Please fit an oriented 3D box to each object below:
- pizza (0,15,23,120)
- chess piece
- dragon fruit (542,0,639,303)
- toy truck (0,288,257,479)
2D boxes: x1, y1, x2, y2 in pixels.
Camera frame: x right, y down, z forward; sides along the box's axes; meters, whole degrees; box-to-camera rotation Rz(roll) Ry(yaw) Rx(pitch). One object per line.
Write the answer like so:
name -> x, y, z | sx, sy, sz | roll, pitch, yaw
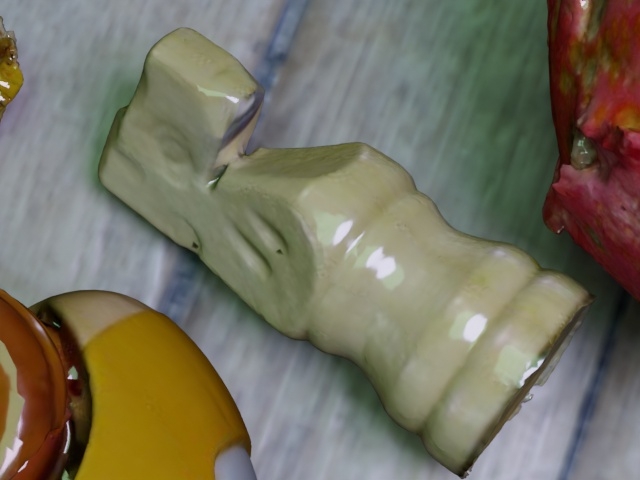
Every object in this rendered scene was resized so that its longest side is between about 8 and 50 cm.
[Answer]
pizza -> -0.205, -0.006, 0.562 | 0.188, 0.062, 0.198 | -15, 75, 0
chess piece -> 0.000, 0.000, 0.540 | 0.200, 0.090, 0.090 | 35, 78, 13
dragon fruit -> 0.169, -0.055, 0.484 | 0.205, 0.210, 0.268 | -41, 102, -17
toy truck -> -0.109, 0.160, 0.437 | 0.212, 0.204, 0.288 | 38, 78, 8
